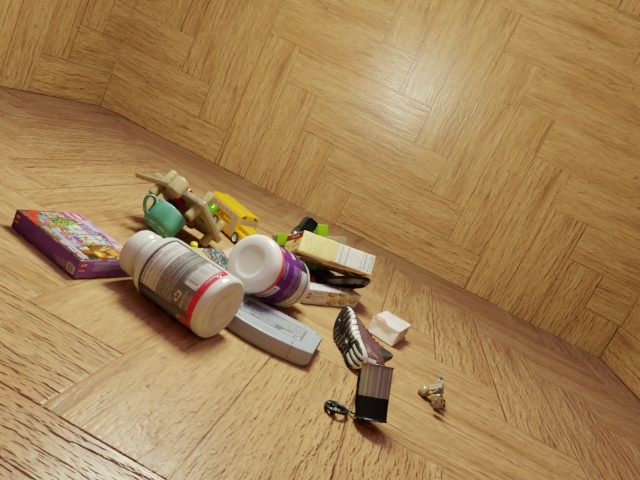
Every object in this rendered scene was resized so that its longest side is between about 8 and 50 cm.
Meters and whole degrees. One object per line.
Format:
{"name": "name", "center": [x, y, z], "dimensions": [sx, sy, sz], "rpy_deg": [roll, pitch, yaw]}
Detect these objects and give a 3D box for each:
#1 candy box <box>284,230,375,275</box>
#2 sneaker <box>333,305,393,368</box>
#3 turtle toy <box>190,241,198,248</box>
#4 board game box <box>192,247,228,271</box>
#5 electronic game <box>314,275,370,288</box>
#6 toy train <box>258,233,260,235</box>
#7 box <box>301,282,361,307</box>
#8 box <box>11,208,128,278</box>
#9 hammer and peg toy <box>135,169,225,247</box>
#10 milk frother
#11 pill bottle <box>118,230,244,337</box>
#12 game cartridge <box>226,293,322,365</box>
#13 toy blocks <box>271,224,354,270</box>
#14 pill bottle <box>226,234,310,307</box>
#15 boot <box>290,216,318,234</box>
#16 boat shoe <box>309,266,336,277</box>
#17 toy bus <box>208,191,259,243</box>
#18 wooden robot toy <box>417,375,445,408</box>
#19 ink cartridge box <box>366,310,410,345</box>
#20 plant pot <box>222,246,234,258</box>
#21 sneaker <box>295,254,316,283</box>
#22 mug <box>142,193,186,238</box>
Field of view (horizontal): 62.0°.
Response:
{"name": "candy box", "center": [0.033, 0.058, 2.084], "dimensions": [0.316, 0.088, 0.183], "rpy_deg": [19, -12, -22]}
{"name": "sneaker", "center": [0.140, 0.331, 1.701], "dimensions": [0.162, 0.106, 0.281], "rpy_deg": [27, 21, -21]}
{"name": "turtle toy", "center": [-0.424, 0.057, 1.730], "dimensions": [0.130, 0.095, 0.066], "rpy_deg": [29, 33, 22]}
{"name": "board game box", "center": [-0.318, 0.100, 1.606], "dimensions": [0.165, 0.042, 0.243], "rpy_deg": [55, 9, 9]}
{"name": "electronic game", "center": [0.088, 0.167, 2.157], "dimensions": [0.229, 0.048, 0.229], "rpy_deg": [-1, -13, 0]}
{"name": "toy train", "center": [-0.306, -0.022, 2.474], "dimensions": [0.023, 0.017, 0.083], "rpy_deg": [43, 17, 23]}
{"name": "box", "center": [0.028, 0.210, 2.041], "dimensions": [0.324, 0.067, 0.063], "rpy_deg": [14, 16, -47]}
{"name": "box", "center": [-0.672, 0.007, 1.469], "dimensions": [0.293, 0.057, 0.201], "rpy_deg": [31, 12, 24]}
{"name": "hammer and peg toy", "center": [-0.499, -0.150, 1.935], "dimensions": [0.266, 0.127, 0.361], "rpy_deg": [30, -25, 22]}
{"name": "milk frother", "center": [0.095, 0.368, 1.310], "dimensions": [0.143, 0.135, 0.129], "rpy_deg": [21, -19, -35]}
{"name": "pill bottle", "center": [-0.371, 0.101, 1.394], "dimensions": [0.318, 0.176, 0.176], "rpy_deg": [30, 12, 22]}
{"name": "game cartridge", "center": [-0.147, 0.251, 1.525], "dimensions": [0.297, 0.062, 0.198], "rpy_deg": [27, 16, 7]}
{"name": "toy blocks", "center": [-0.081, 0.026, 2.306], "dimensions": [0.381, 0.191, 0.261], "rpy_deg": [3, 0, -33]}
{"name": "pill bottle", "center": [-0.150, 0.110, 1.708], "dimensions": [0.181, 0.181, 0.323], "rpy_deg": [32, -4, 28]}
{"name": "boot", "center": [-0.001, 0.004, 2.703], "dimensions": [0.260, 0.131, 0.348], "rpy_deg": [20, 21, 8]}
{"name": "boat shoe", "center": [0.005, 0.137, 2.332], "dimensions": [0.152, 0.056, 0.049], "rpy_deg": [26, 17, 1]}
{"name": "toy bus", "center": [-0.376, -0.089, 2.334], "dimensions": [0.108, 0.130, 0.332], "rpy_deg": [13, 17, -46]}
{"name": "wooden robot toy", "center": [0.334, 0.468, 1.612], "dimensions": [0.079, 0.076, 0.173], "rpy_deg": [-8, 4, 15]}
{"name": "ink cartridge box", "center": [0.266, 0.327, 2.017], "dimensions": [0.115, 0.067, 0.198], "rpy_deg": [30, 12, 21]}
{"name": "plant pot", "center": [-0.302, 0.090, 1.795], "dimensions": [0.096, 0.109, 0.109], "rpy_deg": [-1, 27, -43]}
{"name": "sneaker", "center": [-0.065, 0.132, 2.007], "dimensions": [0.128, 0.087, 0.221], "rpy_deg": [51, 8, 14]}
{"name": "mug", "center": [-0.567, -0.076, 1.880], "dimensions": [0.157, 0.097, 0.129], "rpy_deg": [39, -23, 0]}
